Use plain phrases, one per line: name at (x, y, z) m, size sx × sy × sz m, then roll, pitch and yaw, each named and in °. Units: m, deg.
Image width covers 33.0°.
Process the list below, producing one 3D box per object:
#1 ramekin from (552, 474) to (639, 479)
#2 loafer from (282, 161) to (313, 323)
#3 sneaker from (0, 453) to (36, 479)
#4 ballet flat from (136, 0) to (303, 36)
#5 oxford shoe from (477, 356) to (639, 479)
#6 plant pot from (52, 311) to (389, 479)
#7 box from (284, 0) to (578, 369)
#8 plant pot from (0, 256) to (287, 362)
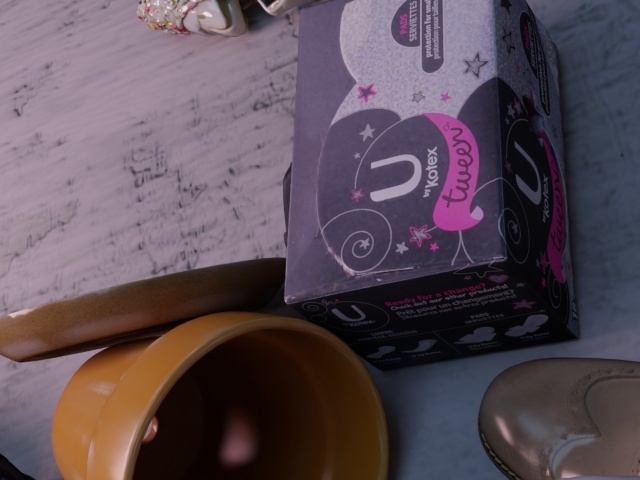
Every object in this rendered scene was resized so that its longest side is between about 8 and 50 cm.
ramekin at (0.133, 0.257, 0.469) m, size 0.277 × 0.135 × 0.277 m, roll 4°, pitch 107°, yaw 14°
loafer at (0.000, 0.000, 0.851) m, size 0.061 × 0.062 × 0.170 m, roll -34°, pitch 45°, yaw 43°
sneaker at (-0.224, 0.238, 0.810) m, size 0.079 × 0.121 × 0.217 m, roll -46°, pitch 45°, yaw -11°
ballet flat at (-0.069, -0.237, 1.003) m, size 0.241 × 0.091 × 0.077 m, roll -23°, pitch 77°, yaw 26°
oxford shoe at (0.226, 0.123, 0.579) m, size 0.348 × 0.130 × 0.123 m, roll 13°, pitch 74°, yaw 37°
plant pot at (-0.089, 0.144, 0.750) m, size 0.188 × 0.205 × 0.205 m, roll 6°, pitch 69°, yaw 52°
box at (0.080, -0.055, 0.763) m, size 0.163 × 0.142 × 0.247 m, roll -13°, pitch 60°, yaw 28°
plant pot at (-0.135, 0.056, 0.808) m, size 0.236 × 0.236 × 0.032 m, roll -15°, pitch 85°, yaw 27°
